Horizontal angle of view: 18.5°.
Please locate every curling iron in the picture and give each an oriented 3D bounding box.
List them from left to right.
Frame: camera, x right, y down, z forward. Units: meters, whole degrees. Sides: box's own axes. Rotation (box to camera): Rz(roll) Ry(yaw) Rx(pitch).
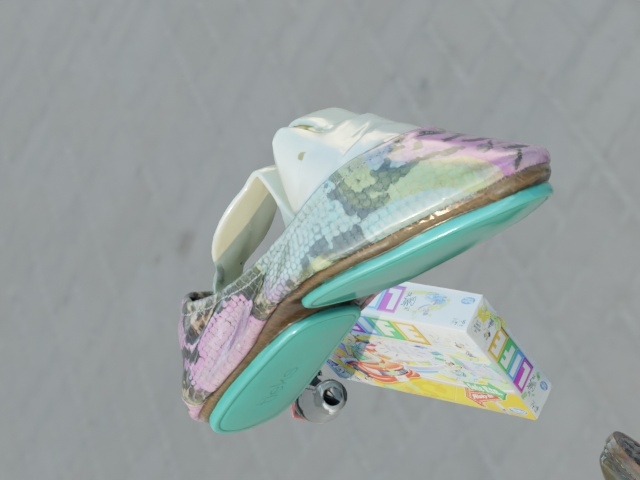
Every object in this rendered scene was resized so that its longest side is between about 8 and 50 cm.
[{"bbox_3d":[-0.011,0.090,1.230,0.035,0.068,0.274,-40,5,-3],"label":"curling iron"}]

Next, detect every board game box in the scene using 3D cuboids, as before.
[{"bbox_3d":[0.052,0.060,1.192,0.154,0.103,0.026,9,62,39],"label":"board game box"}]

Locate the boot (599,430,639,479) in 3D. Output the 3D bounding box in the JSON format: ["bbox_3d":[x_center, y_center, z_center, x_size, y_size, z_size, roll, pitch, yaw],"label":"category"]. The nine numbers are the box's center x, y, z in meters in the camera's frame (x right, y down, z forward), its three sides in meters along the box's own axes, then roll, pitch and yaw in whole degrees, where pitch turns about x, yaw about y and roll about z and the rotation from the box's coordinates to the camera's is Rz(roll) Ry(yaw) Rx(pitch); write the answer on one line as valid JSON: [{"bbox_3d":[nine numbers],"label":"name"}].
[{"bbox_3d":[0.222,0.230,1.235,0.106,0.219,0.082,-40,-4,18],"label":"boot"}]

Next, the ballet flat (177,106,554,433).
[{"bbox_3d":[0.000,0.000,0.740,0.221,0.077,0.079,-43,67,50],"label":"ballet flat"}]
